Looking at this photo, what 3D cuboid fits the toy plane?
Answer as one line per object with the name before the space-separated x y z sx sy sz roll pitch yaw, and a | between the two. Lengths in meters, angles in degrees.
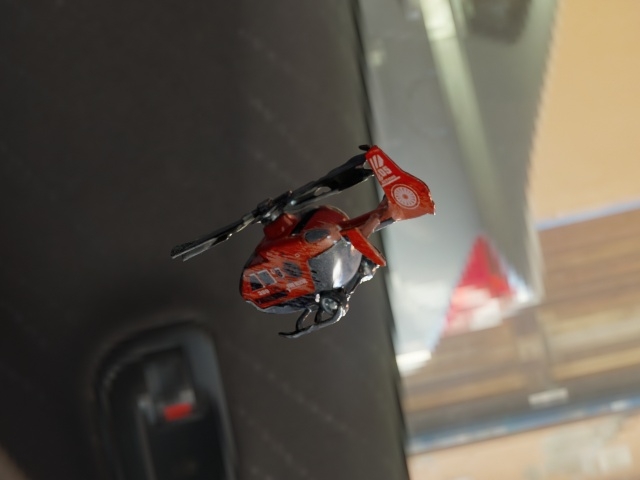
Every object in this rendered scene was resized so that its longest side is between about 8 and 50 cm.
toy plane | 0.000 0.000 0.806 0.060 0.145 0.037 48 52 -13
